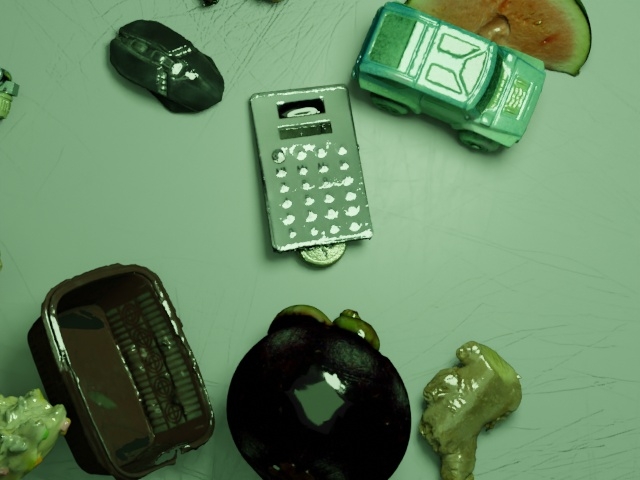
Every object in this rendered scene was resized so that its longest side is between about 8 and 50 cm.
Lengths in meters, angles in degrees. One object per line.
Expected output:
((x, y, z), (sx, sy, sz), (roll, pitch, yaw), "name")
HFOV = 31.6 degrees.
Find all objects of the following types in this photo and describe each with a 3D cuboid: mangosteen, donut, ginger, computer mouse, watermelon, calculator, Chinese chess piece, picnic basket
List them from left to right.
((-0.505, 0.187, 1.570), (0.307, 0.150, 0.371), (-35, 75, 31), "donut")
((-0.297, 0.193, 1.623), (0.222, 0.129, 0.297), (-20, 85, -45), "picnic basket")
((-0.233, -0.266, 1.729), (0.192, 0.062, 0.106), (32, 83, -2), "computer mouse")
((-0.014, -0.116, 1.730), (0.161, 0.021, 0.262), (-9, 76, -7), "calculator")
((0.000, 0.000, 1.732), (0.084, 0.034, 0.084), (0, 84, -5), "Chinese chess piece")
((0.009, 0.218, 1.623), (0.275, 0.275, 0.302), (23, 47, -1), "mangosteen")
((0.212, 0.260, 1.705), (0.137, 0.074, 0.213), (31, 89, -1), "ginger")
((0.294, -0.391, 1.771), (0.303, 0.159, 0.128), (18, 45, -3), "watermelon")

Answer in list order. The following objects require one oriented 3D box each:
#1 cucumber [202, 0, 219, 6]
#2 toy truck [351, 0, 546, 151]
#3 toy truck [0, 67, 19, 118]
((-0.169, -0.451, 1.758), (0.053, 0.053, 0.182), (2, 87, -4), "cucumber")
((0.193, -0.247, 1.705), (0.278, 0.156, 0.155), (23, 87, 0), "toy truck")
((-0.554, -0.216, 1.694), (0.191, 0.085, 0.116), (9, 89, -5), "toy truck")
